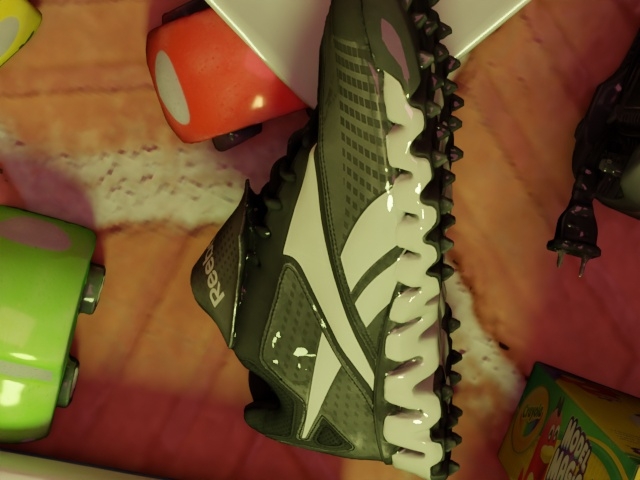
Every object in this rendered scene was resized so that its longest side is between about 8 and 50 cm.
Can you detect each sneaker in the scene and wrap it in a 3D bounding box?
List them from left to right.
[{"bbox_3d":[0.000,0.000,0.667,0.106,0.078,0.234,2,129,7],"label":"sneaker"}]

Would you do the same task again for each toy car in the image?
[{"bbox_3d":[-0.106,-0.024,0.705,0.239,0.053,0.225,14,94,-4],"label":"toy car"}]

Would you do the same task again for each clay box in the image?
[{"bbox_3d":[0.147,0.105,0.647,0.127,0.222,0.053,20,94,-6],"label":"clay box"}]

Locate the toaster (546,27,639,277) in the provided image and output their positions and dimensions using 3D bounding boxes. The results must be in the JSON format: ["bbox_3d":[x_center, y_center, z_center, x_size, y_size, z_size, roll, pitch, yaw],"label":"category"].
[{"bbox_3d":[0.199,-0.066,0.682,0.146,0.129,0.227,24,90,-8],"label":"toaster"}]

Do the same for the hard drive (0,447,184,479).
[{"bbox_3d":[-0.162,0.186,0.723,0.318,0.040,0.210,11,98,-4],"label":"hard drive"}]

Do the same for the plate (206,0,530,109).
[{"bbox_3d":[0.023,-0.212,0.601,0.278,0.045,0.277,-38,116,19],"label":"plate"}]
